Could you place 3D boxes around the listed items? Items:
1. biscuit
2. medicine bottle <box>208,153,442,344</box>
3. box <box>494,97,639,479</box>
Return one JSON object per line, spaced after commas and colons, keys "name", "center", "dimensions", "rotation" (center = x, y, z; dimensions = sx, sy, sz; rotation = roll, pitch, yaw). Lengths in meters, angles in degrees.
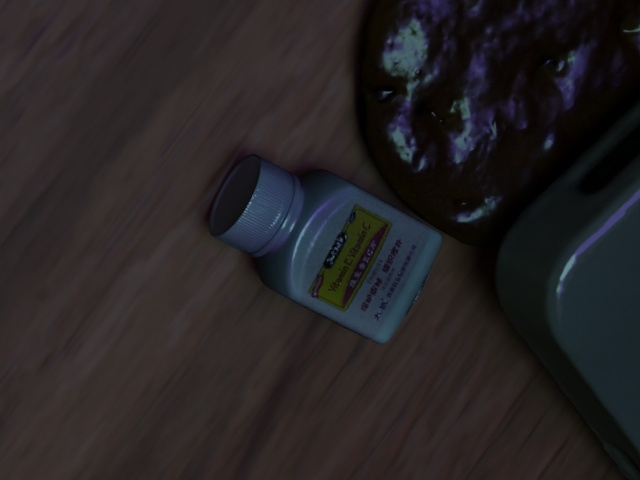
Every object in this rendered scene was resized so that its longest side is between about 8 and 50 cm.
{"name": "biscuit", "center": [0.120, -0.092, 0.912], "dimensions": [0.212, 0.036, 0.212], "rotation": [-5, 104, -21]}
{"name": "medicine bottle", "center": [0.000, 0.000, 0.876], "dimensions": [0.118, 0.055, 0.074], "rotation": [29, 92, -24]}
{"name": "box", "center": [0.325, 0.022, 0.975], "dimensions": [0.367, 0.090, 0.373], "rotation": [-42, 120, -7]}
